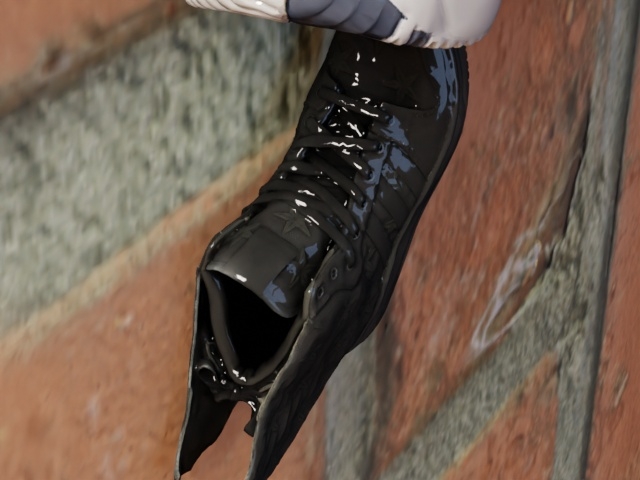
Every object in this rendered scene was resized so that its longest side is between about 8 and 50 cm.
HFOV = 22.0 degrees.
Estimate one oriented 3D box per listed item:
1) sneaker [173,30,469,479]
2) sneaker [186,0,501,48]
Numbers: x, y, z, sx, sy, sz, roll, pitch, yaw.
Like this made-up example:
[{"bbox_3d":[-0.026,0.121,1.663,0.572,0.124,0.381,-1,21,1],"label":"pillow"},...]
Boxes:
[{"bbox_3d":[-0.002,-0.001,0.543,0.089,0.051,0.170,-29,139,-58],"label":"sneaker"},{"bbox_3d":[0.034,-0.148,0.481,0.235,0.094,0.153,-28,129,-55],"label":"sneaker"}]
